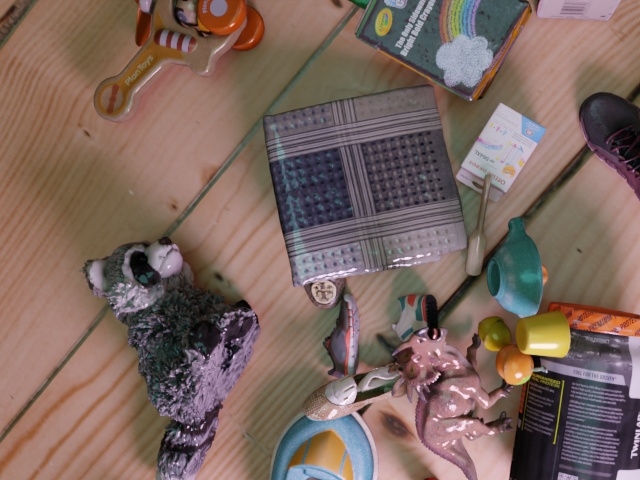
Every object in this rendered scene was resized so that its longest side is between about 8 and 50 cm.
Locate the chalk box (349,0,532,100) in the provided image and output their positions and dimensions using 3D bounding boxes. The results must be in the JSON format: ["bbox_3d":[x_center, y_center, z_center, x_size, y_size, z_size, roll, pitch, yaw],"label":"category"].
[{"bbox_3d":[0.181,-0.379,1.350,0.289,0.179,0.180,33,108,9],"label":"chalk box"}]

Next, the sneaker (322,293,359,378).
[{"bbox_3d":[0.033,0.173,1.447,0.065,0.061,0.158,1,89,16],"label":"sneaker"}]

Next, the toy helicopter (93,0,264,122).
[{"bbox_3d":[-0.291,-0.366,1.467,0.355,0.140,0.235,-45,80,9],"label":"toy helicopter"}]

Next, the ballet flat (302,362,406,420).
[{"bbox_3d":[0.065,0.252,1.392,0.206,0.067,0.073,-15,50,-25],"label":"ballet flat"}]

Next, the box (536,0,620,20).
[{"bbox_3d":[0.434,-0.497,1.334,0.127,0.148,0.232,5,90,11],"label":"box"}]

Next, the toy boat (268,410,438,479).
[{"bbox_3d":[0.064,0.420,1.394,0.318,0.148,0.267,10,91,10],"label":"toy boat"}]

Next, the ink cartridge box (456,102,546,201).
[{"bbox_3d":[0.306,-0.146,1.384,0.092,0.090,0.143,32,94,8],"label":"ink cartridge box"}]

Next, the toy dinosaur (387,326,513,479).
[{"bbox_3d":[0.201,0.267,1.339,0.200,0.127,0.295,-4,99,-20],"label":"toy dinosaur"}]

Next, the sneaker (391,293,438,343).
[{"bbox_3d":[0.165,0.172,1.432,0.075,0.057,0.161,3,97,33],"label":"sneaker"}]

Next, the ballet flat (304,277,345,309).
[{"bbox_3d":[0.000,0.000,1.451,0.084,0.058,0.249,-2,89,8],"label":"ballet flat"}]

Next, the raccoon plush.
[{"bbox_3d":[-0.314,0.213,1.442,0.299,0.216,0.446,25,94,17],"label":"raccoon plush"}]

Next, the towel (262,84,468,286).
[{"bbox_3d":[0.080,-0.098,1.418,0.324,0.056,0.312,-11,86,-6],"label":"towel"}]

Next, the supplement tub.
[{"bbox_3d":[0.426,0.278,1.303,0.207,0.207,0.338,9,92,10],"label":"supplement tub"}]

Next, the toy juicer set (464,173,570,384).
[{"bbox_3d":[0.313,0.079,1.316,0.089,0.209,0.329,-2,52,-9],"label":"toy juicer set"}]

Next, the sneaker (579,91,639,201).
[{"bbox_3d":[0.534,-0.135,1.307,0.106,0.162,0.281,-37,84,8],"label":"sneaker"}]
